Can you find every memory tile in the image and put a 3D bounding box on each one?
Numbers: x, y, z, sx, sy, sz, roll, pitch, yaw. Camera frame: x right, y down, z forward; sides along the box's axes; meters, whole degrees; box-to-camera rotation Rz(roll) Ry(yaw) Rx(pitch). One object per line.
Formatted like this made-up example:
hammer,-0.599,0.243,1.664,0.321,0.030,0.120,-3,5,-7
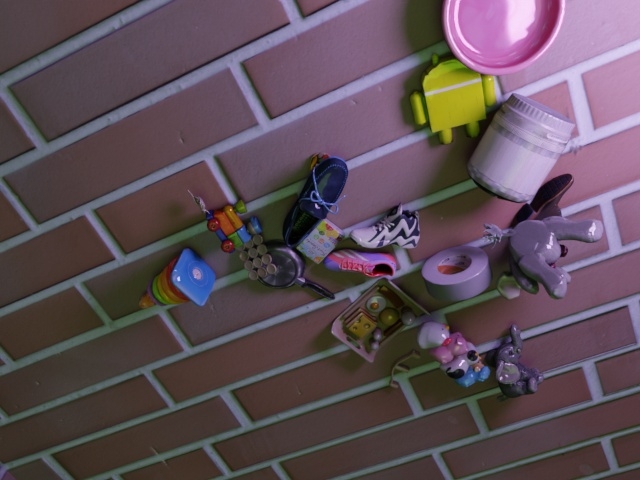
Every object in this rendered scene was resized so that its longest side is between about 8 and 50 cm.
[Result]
memory tile,-0.221,0.058,1.916,0.113,0.012,0.147,-21,97,24

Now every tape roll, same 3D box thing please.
tape roll,0.449,0.106,1.857,0.219,0.219,0.072,-17,116,9

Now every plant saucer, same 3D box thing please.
plant saucer,0.486,-0.620,1.526,0.333,0.084,0.331,-1,111,-2

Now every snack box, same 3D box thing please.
snack box,0.000,0.000,1.906,0.100,0.037,0.141,38,112,-17

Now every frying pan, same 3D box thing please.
frying pan,-0.114,0.139,1.980,0.197,0.053,0.326,-29,111,16

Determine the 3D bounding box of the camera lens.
camera lens,0.580,-0.264,1.656,0.220,0.219,0.274,21,117,-10

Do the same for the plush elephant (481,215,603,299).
plush elephant,0.682,0.064,1.775,0.271,0.330,0.255,-60,142,-14

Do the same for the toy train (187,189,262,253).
toy train,-0.304,-0.091,1.830,0.144,0.105,0.248,-28,115,3

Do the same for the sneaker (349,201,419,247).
sneaker,0.216,-0.058,1.843,0.235,0.094,0.152,5,117,-3

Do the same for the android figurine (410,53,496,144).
android figurine,0.391,-0.425,1.664,0.249,0.056,0.272,-15,118,9

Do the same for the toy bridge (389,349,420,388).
toy bridge,0.313,0.490,2.174,0.063,0.026,0.188,24,116,-10

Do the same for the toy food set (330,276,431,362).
toy food set,0.214,0.294,2.032,0.220,0.092,0.306,39,111,-19

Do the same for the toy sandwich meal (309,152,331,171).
toy sandwich meal,0.003,-0.236,1.783,0.086,0.029,0.085,0,118,0

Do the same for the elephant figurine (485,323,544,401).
elephant figurine,0.699,0.459,2.102,0.239,0.186,0.169,49,152,-11

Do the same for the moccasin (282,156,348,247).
moccasin,-0.010,-0.105,1.785,0.138,0.116,0.341,21,125,-14

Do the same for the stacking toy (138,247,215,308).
stacking toy,-0.529,0.167,1.955,0.302,0.175,0.165,-26,121,29

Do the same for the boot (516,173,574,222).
boot,0.749,-0.119,1.822,0.106,0.082,0.219,26,126,-24

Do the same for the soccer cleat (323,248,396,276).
soccer cleat,0.134,0.082,1.917,0.248,0.095,0.082,2,118,-1

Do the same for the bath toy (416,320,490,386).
bath toy,0.484,0.403,2.042,0.348,0.129,0.151,44,68,-33
